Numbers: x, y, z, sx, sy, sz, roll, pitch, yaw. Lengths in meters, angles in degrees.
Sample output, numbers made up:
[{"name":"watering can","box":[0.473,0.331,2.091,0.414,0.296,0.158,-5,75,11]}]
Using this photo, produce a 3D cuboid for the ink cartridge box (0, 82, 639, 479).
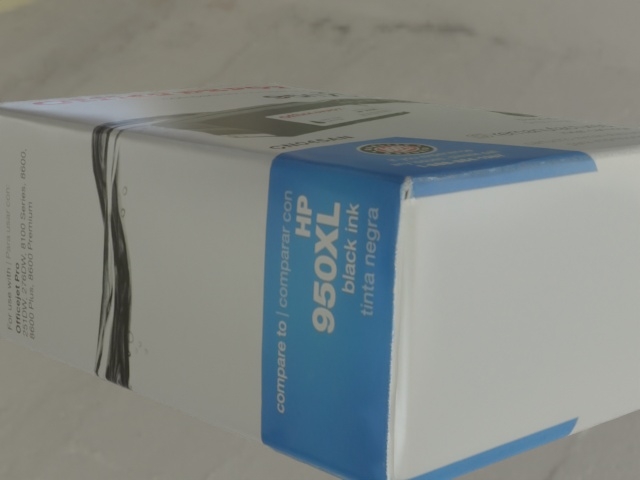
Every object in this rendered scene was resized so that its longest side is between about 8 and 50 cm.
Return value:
[{"name":"ink cartridge box","box":[0.000,0.000,0.836,0.285,0.166,0.395,-10,-164,-43]}]
